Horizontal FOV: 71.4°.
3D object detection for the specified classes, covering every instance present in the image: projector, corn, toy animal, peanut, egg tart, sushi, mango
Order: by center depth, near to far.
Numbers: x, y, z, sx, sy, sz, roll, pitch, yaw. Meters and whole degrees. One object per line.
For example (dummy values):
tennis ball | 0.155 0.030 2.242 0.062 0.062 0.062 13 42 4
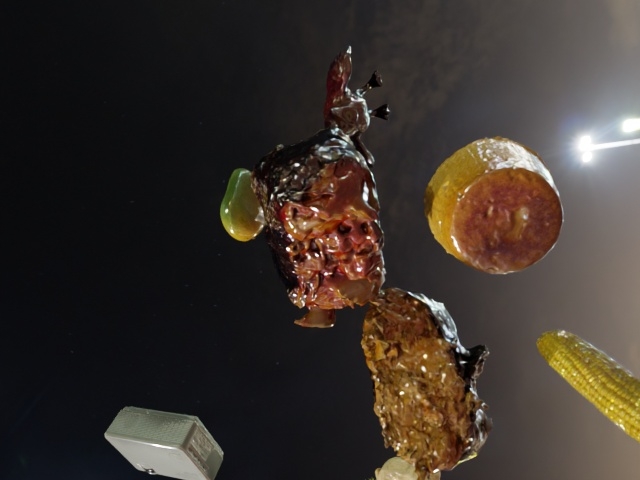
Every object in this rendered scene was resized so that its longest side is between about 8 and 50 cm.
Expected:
egg tart | 0.256 -0.040 0.646 0.147 0.202 0.203 -66 -40 -70
corn | 0.443 0.220 0.703 0.080 0.231 0.080 -11 -59 -19
sushi | 0.000 0.000 0.709 0.343 0.196 0.182 77 180 -47
toy animal | 0.040 -0.214 0.773 0.179 0.116 0.219 -40 -56 -47
sushi | 0.212 0.254 0.865 0.207 0.234 0.349 41 -150 -58
peanut | 0.197 0.545 1.028 0.082 0.187 0.082 21 -122 -38
projector | -0.399 0.530 1.163 0.099 0.256 0.192 -65 -35 -48
mango | -0.252 -0.119 1.472 0.156 0.114 0.251 16 -123 -28

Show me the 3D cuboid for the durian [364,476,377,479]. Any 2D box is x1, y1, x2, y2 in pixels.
durian | 0.229 0.874 1.427 0.163 0.394 0.198 38 -126 -37
